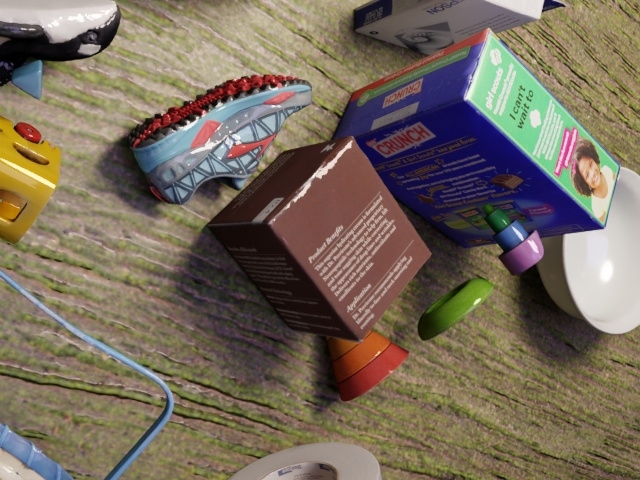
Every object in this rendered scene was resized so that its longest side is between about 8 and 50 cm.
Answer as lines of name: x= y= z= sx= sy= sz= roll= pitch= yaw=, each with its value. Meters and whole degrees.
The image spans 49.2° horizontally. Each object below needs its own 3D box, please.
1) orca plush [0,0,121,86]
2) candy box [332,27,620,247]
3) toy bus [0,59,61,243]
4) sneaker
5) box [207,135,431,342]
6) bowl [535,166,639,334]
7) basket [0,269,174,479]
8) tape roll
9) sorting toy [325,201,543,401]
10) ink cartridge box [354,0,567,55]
orca plush: x=-0.355 y=-0.197 z=0.727 sx=0.287 sy=0.151 sz=0.102 roll=-19 pitch=131 yaw=-36
candy box: x=0.221 y=-0.123 z=1.013 sx=0.317 sy=0.268 sz=0.122 roll=32 pitch=65 yaw=-30
toy bus: x=-0.352 y=-0.080 z=0.663 sx=0.202 sy=0.104 sz=0.191 roll=-13 pitch=126 yaw=-10
sneaker: x=-0.117 y=-0.132 z=0.905 sx=0.262 sy=0.104 sz=0.125 roll=-30 pitch=123 yaw=-26
box: x=0.000 y=0.000 z=0.923 sx=0.168 sy=0.167 sz=0.203 roll=-47 pitch=114 yaw=-25
bowl: x=0.486 y=0.017 z=1.273 sx=0.298 sy=0.134 sz=0.297 roll=0 pitch=90 yaw=-34
basket: x=-0.319 y=0.200 z=0.673 sx=0.255 sy=0.201 sz=0.289 roll=37 pitch=75 yaw=-14
tape roll: x=-0.025 y=0.336 z=0.871 sx=0.219 sy=0.219 sz=0.072 roll=-20 pitch=100 yaw=-33
sorting toy: x=0.141 y=0.074 z=1.001 sx=0.365 sy=0.127 sz=0.126 roll=-38 pitch=86 yaw=5
ink cartridge box: x=0.203 y=-0.326 z=1.031 sx=0.224 sy=0.223 sz=0.045 roll=4 pitch=88 yaw=-33
